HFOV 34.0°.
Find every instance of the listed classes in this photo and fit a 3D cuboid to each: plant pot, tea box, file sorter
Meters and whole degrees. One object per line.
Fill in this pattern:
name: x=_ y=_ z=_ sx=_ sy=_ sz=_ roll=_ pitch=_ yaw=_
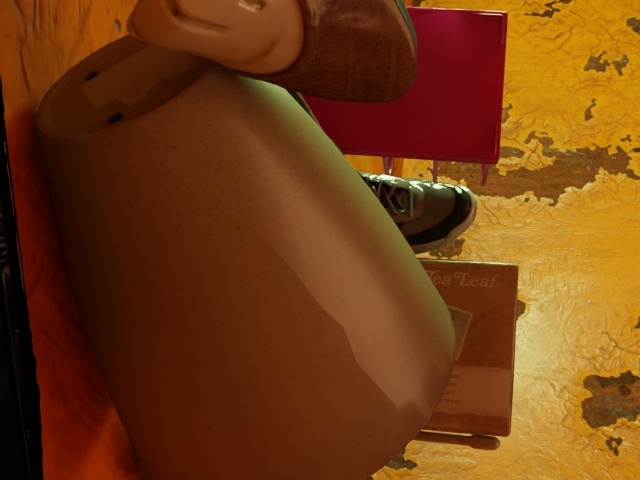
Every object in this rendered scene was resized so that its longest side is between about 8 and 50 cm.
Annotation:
plant pot: x=-0.069 y=0.000 z=0.710 sx=0.257 sy=0.256 sz=0.274 roll=-76 pitch=149 yaw=-49
tea box: x=0.101 y=0.134 z=1.442 sx=0.323 sy=0.328 sz=0.220 roll=26 pitch=68 yaw=-79
file sorter: x=0.095 y=-0.186 z=1.419 sx=0.182 sy=0.290 sz=0.202 roll=70 pitch=25 yaw=-75

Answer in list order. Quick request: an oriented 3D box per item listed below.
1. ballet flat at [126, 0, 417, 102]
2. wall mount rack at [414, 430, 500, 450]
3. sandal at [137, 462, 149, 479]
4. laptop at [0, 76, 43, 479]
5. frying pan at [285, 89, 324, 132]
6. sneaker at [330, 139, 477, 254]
ballet flat: x=-0.081 y=-0.180 z=0.541 sx=0.342 sy=0.116 sz=0.124 roll=53 pitch=48 yaw=-21
wall mount rack: x=0.044 y=0.305 z=1.250 sx=0.130 sy=0.304 sz=0.350 roll=53 pitch=19 yaw=4
sandal: x=-0.125 y=0.171 z=0.927 sx=0.240 sy=0.088 sz=0.079 roll=91 pitch=-25 yaw=-63
laptop: x=-0.206 y=0.052 z=0.486 sx=0.264 sy=0.136 sz=0.234 roll=-126 pitch=-147 yaw=-62
frying pan: x=-0.031 y=-0.115 z=1.045 sx=0.197 sy=0.053 sz=0.326 roll=53 pitch=-4 yaw=38
sneaker: x=0.058 y=-0.055 z=1.316 sx=0.153 sy=0.268 sz=0.101 roll=63 pitch=28 yaw=-63
